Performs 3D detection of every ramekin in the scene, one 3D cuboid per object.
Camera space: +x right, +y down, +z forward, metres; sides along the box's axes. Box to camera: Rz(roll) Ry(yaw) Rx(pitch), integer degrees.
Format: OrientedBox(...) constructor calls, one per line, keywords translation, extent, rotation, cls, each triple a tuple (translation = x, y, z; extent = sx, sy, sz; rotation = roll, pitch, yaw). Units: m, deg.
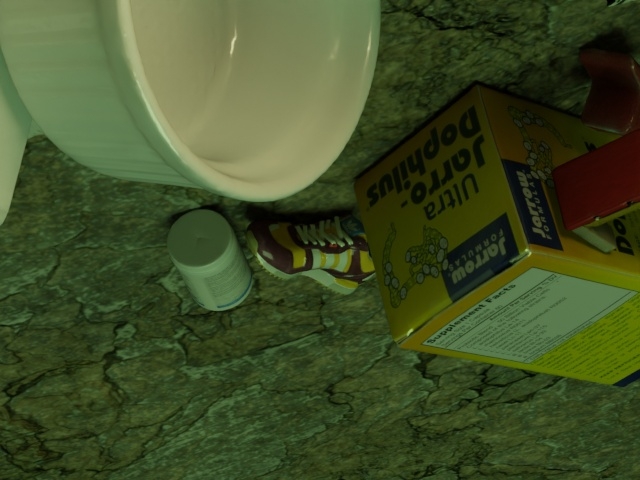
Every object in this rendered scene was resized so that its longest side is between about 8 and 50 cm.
OrientedBox(translation=(-0.089, -0.164, 1.108), extent=(0.135, 0.277, 0.277), rotation=(1, 163, 36), cls="ramekin")

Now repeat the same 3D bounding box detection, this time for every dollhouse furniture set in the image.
OrientedBox(translation=(0.351, -0.163, 1.451), extent=(0.374, 0.201, 0.152), rotation=(-26, 150, 31), cls="dollhouse furniture set")

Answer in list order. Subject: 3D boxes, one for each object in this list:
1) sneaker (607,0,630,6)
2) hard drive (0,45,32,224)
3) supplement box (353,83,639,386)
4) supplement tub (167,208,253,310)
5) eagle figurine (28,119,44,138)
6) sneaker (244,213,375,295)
OrientedBox(translation=(0.259, -0.231, 1.450), extent=(0.037, 0.032, 0.083), rotation=(-21, 150, 12), cls="sneaker")
OrientedBox(translation=(-0.303, -0.150, 1.007), extent=(0.040, 0.203, 0.307), rotation=(-2, 161, 46), cls="hard drive")
OrientedBox(translation=(0.241, 0.006, 1.693), extent=(0.356, 0.195, 0.194), rotation=(13, 141, -40), cls="supplement box")
OrientedBox(translation=(-0.113, 0.022, 1.698), extent=(0.071, 0.071, 0.107), rotation=(-15, 151, 2), cls="supplement tub")
OrientedBox(translation=(-0.348, -0.145, 1.159), extent=(0.298, 0.226, 0.225), rotation=(-26, -162, -36), cls="eagle figurine")
OrientedBox(translation=(0.000, 0.000, 1.723), extent=(0.084, 0.069, 0.185), rotation=(-40, 148, 25), cls="sneaker")
